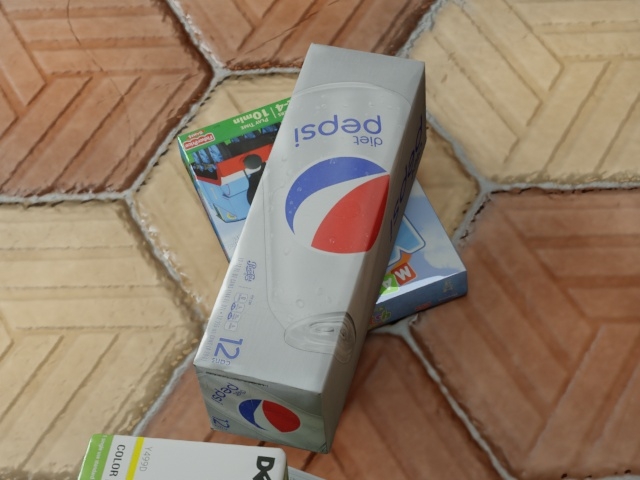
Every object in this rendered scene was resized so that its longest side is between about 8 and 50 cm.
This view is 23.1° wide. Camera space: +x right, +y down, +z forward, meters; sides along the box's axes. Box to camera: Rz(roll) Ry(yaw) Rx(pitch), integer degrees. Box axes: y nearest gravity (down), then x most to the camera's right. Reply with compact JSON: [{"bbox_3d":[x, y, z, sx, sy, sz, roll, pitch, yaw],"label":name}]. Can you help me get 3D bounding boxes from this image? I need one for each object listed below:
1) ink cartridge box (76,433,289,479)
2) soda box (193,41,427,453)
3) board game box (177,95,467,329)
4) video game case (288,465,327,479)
[{"bbox_3d":[-0.033,0.228,0.968,0.255,0.097,0.188,3,46,8],"label":"ink cartridge box"},{"bbox_3d":[0.000,0.000,1.114,0.091,0.098,0.286,12,58,12],"label":"soda box"},{"bbox_3d":[-0.002,-0.021,1.211,0.160,0.039,0.211,-20,57,-9],"label":"board game box"},{"bbox_3d":[-0.020,0.226,1.057,0.157,0.019,0.143,18,60,16],"label":"video game case"}]
